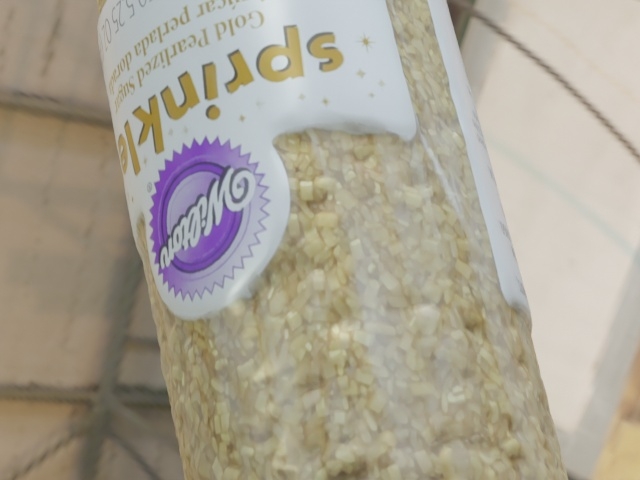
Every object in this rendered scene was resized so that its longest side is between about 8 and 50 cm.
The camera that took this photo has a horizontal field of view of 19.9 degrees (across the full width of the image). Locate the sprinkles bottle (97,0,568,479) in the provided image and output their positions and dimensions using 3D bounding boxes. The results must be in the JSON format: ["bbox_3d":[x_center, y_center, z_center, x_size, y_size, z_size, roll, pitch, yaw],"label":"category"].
[{"bbox_3d":[0.000,0.000,0.579,0.121,0.121,0.355,15,-126,-47],"label":"sprinkles bottle"}]
